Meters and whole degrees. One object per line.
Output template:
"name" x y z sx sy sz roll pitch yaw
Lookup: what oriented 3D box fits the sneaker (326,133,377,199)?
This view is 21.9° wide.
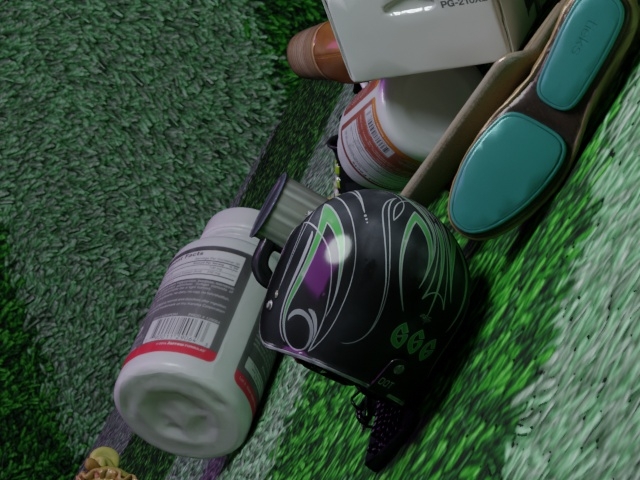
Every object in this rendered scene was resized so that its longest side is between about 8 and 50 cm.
"sneaker" 0.040 -0.089 1.941 0.235 0.097 0.084 -58 24 19

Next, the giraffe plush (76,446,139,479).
"giraffe plush" -0.224 0.339 1.930 0.210 0.170 0.181 -61 8 6

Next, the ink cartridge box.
"ink cartridge box" 0.127 -0.257 1.617 0.172 0.100 0.237 -6 29 27

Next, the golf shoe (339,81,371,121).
"golf shoe" 0.094 -0.205 2.071 0.198 0.094 0.077 -63 7 -20

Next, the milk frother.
"milk frother" 0.000 0.000 1.820 0.129 0.134 0.143 -66 10 -25

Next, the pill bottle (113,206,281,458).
"pill bottle" -0.132 0.108 2.119 0.176 0.176 0.318 -53 11 45

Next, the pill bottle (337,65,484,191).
"pill bottle" 0.089 -0.118 1.720 0.121 0.121 0.216 -64 9 -15

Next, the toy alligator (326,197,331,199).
"toy alligator" 0.009 0.013 2.032 0.051 0.056 0.190 21 80 41

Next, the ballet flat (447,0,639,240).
"ballet flat" 0.185 -0.097 1.313 0.232 0.080 0.073 -57 -19 15

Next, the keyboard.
"keyboard" 0.056 0.120 1.429 0.100 0.038 0.192 -56 9 34

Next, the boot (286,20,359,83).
"boot" 0.124 -0.243 1.845 0.220 0.283 0.109 3 106 58

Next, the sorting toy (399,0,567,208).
"sorting toy" 0.184 -0.151 1.423 0.307 0.041 0.229 -55 -6 37

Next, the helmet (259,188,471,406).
"helmet" 0.043 0.039 1.353 0.161 0.169 0.169 -66 9 -7
